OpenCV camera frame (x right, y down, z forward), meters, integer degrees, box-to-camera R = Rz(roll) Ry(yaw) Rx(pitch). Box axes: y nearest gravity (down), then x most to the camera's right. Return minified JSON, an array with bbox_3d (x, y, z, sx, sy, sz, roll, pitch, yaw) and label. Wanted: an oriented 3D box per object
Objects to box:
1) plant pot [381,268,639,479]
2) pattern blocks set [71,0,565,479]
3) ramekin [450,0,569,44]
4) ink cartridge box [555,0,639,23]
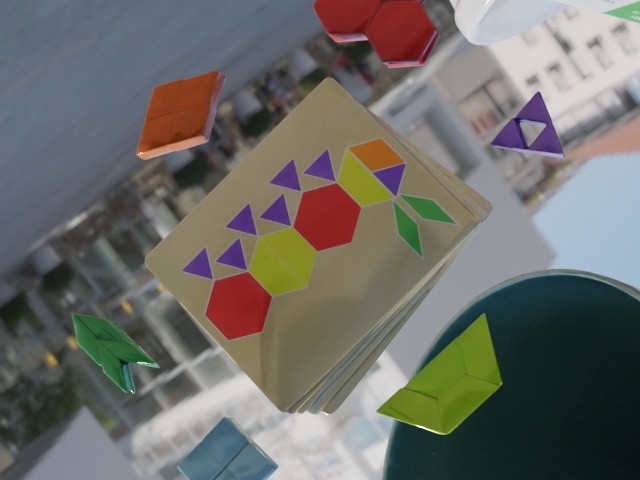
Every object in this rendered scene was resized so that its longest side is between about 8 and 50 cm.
[{"bbox_3d":[0.207,0.177,0.913,0.195,0.290,0.290,13,149,-38],"label":"plant pot"},{"bbox_3d":[0.000,0.000,0.861,0.325,0.285,0.026,-37,168,5],"label":"pattern blocks set"},{"bbox_3d":[0.197,-0.288,1.124,0.273,0.127,0.273,-33,172,-5],"label":"ramekin"},{"bbox_3d":[0.243,-0.231,0.880,0.153,0.087,0.208,7,153,-37],"label":"ink cartridge box"}]
